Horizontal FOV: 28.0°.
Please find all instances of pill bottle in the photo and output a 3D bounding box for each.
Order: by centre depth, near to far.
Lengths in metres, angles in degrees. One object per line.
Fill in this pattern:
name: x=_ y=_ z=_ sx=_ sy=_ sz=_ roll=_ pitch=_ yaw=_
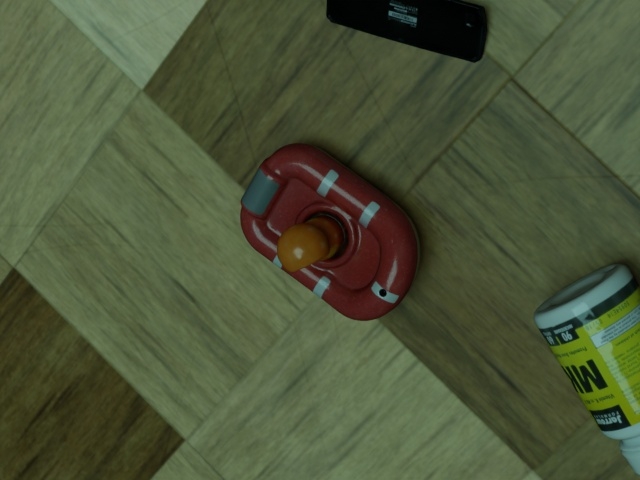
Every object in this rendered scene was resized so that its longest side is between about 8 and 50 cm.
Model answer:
pill bottle: x=0.332 y=0.141 z=1.396 sx=0.119 sy=0.119 sz=0.208 roll=-31 pitch=91 yaw=27

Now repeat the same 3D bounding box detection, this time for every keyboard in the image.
keyboard: x=0.099 y=-0.268 z=1.432 sx=0.192 sy=0.038 sz=0.100 roll=19 pitch=135 yaw=16

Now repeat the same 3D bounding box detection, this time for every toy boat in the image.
toy boat: x=0.000 y=0.000 z=1.479 sx=0.231 sy=0.151 sz=0.151 roll=36 pitch=116 yaw=10
